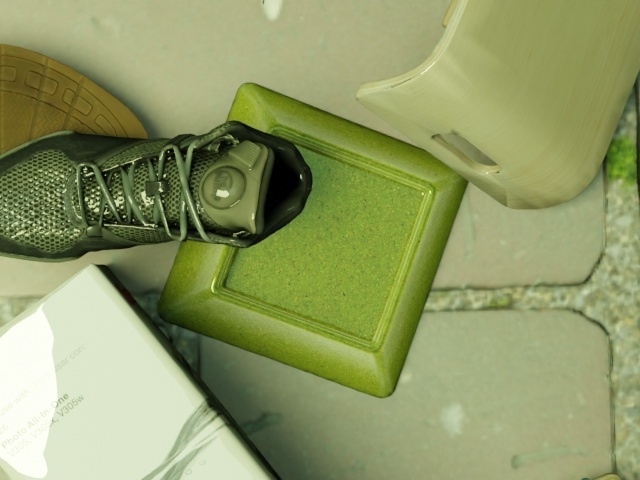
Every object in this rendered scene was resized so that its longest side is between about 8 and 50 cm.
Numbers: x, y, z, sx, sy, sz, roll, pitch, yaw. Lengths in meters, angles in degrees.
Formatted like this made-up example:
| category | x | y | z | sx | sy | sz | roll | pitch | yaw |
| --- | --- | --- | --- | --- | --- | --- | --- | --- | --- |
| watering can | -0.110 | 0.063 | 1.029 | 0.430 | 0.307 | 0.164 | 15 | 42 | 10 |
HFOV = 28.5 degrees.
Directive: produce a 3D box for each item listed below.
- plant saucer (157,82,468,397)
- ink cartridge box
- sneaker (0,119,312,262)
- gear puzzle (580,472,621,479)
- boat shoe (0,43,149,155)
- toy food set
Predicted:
| category | x | y | z | sx | sy | sz | roll | pitch | yaw |
| --- | --- | --- | --- | --- | --- | --- | --- | --- | --- |
| plant saucer | 0.000 | 0.000 | 0.918 | 0.188 | 0.045 | 0.188 | 20 | 85 | -7 |
| ink cartridge box | -0.100 | 0.158 | 0.813 | 0.121 | 0.211 | 0.289 | -39 | 94 | -7 |
| sneaker | -0.110 | -0.034 | 0.797 | 0.227 | 0.130 | 0.087 | -2 | 87 | -19 |
| gear puzzle | 0.207 | 0.349 | 0.943 | 0.175 | 0.044 | 0.339 | -22 | 94 | -10 |
| boat shoe | -0.259 | -0.081 | 0.870 | 0.285 | 0.089 | 0.105 | 16 | 70 | -11 |
| toy food set | 0.152 | -0.194 | 0.892 | 0.219 | 0.092 | 0.306 | 29 | 81 | -48 |
